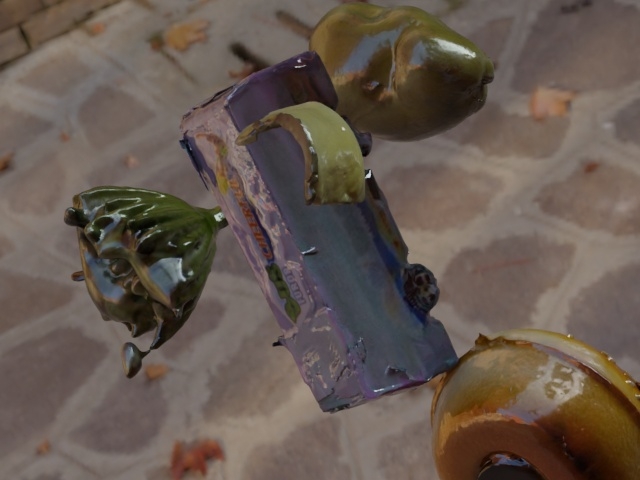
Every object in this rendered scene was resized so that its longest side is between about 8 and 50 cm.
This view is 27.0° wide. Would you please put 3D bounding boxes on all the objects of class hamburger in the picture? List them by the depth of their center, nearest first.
[{"bbox_3d":[0.203,0.176,1.194,0.237,0.237,0.147,10,40,29],"label":"hamburger"}]

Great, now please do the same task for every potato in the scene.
[{"bbox_3d":[0.113,-0.251,2.031,0.351,0.218,0.202,11,35,41],"label":"potato"}]

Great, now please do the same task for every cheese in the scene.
[{"bbox_3d":[-0.011,-0.057,0.753,0.084,0.041,0.060,40,28,27],"label":"cheese"}]

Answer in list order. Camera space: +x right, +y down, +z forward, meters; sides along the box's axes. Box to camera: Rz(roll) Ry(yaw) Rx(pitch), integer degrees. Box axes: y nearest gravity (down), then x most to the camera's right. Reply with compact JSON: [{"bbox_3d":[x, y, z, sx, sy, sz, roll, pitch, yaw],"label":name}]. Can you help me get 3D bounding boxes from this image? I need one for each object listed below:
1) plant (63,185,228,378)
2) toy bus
[{"bbox_3d":[-0.144,0.008,1.615,0.333,0.180,0.251,-17,43,-37],"label":"plant"},{"bbox_3d":[0.000,0.000,1.182,0.138,0.317,0.112,-28,3,-43],"label":"toy bus"}]
